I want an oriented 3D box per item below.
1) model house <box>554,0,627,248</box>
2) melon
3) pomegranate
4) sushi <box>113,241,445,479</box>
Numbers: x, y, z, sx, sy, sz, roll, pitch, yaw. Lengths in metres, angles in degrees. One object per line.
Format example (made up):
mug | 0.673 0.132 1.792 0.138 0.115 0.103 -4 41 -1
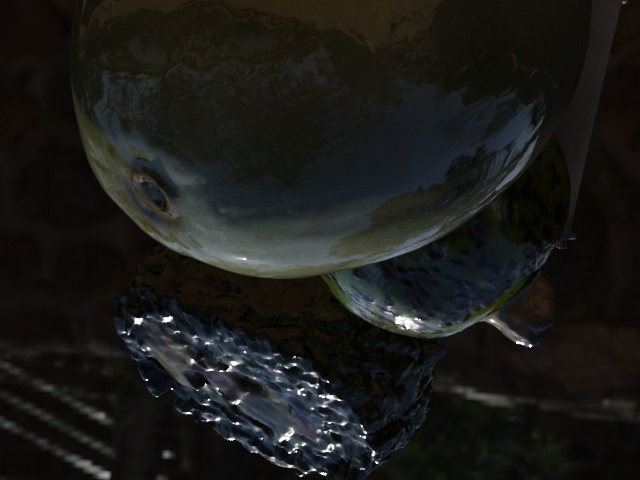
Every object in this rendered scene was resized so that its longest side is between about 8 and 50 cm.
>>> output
model house | 0.190 -0.160 1.794 0.169 0.326 0.244 10 -176 -32
melon | 0.008 -0.113 0.815 0.272 0.271 0.308 4 -153 13
pomegranate | 0.108 -0.019 1.377 0.270 0.254 0.254 49 172 -5
sushi | -0.042 0.124 1.745 0.352 0.178 0.294 19 144 31
